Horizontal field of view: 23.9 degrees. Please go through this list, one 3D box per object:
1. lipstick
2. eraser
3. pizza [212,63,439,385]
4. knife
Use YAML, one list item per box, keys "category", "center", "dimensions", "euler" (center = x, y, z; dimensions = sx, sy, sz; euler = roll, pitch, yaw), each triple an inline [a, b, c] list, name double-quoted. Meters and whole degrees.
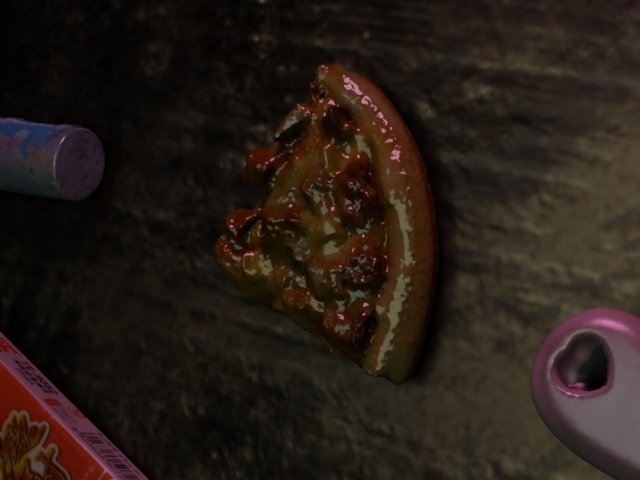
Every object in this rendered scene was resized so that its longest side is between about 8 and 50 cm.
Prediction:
- category: "lipstick"
  center: [-0.208, -0.056, 0.950]
  dimensions: [0.158, 0.048, 0.048]
  euler: [9, 88, 34]
- category: "eraser"
  center: [-0.210, 0.151, 0.928]
  dimensions: [0.230, 0.038, 0.157]
  euler: [38, 104, 31]
- category: "pizza"
  center: [0.000, 0.000, 0.808]
  dimensions: [0.134, 0.046, 0.175]
  euler: [-27, 70, 27]
- category: "knife"
  center: [0.233, 0.138, 0.653]
  dimensions: [0.336, 0.043, 0.081]
  euler: [38, 95, 24]
